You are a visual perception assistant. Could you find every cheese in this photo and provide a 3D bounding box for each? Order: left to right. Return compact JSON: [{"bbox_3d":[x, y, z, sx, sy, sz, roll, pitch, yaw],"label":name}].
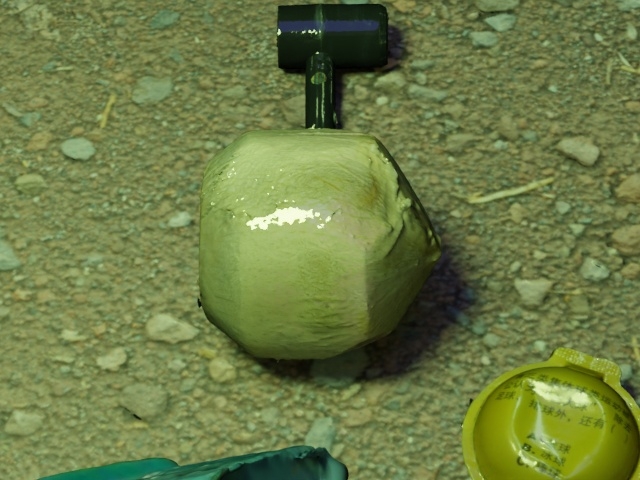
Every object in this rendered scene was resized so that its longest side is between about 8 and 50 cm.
[{"bbox_3d":[0.202,0.213,1.625,0.177,0.069,0.270,16,59,16],"label":"cheese"}]

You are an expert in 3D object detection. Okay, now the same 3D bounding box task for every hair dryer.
[{"bbox_3d":[0.011,-0.161,1.924,0.124,0.071,0.219,1,60,3],"label":"hair dryer"}]

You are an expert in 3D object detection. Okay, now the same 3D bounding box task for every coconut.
[{"bbox_3d":[0.000,-0.002,1.708,0.230,0.227,0.227,-2,53,3],"label":"coconut"}]

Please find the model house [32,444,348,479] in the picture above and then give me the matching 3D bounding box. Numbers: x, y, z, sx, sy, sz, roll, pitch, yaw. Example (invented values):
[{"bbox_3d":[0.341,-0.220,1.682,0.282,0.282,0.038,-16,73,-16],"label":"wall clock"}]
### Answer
[{"bbox_3d":[-0.138,0.301,1.446,0.303,0.215,0.237,-9,88,23],"label":"model house"}]
